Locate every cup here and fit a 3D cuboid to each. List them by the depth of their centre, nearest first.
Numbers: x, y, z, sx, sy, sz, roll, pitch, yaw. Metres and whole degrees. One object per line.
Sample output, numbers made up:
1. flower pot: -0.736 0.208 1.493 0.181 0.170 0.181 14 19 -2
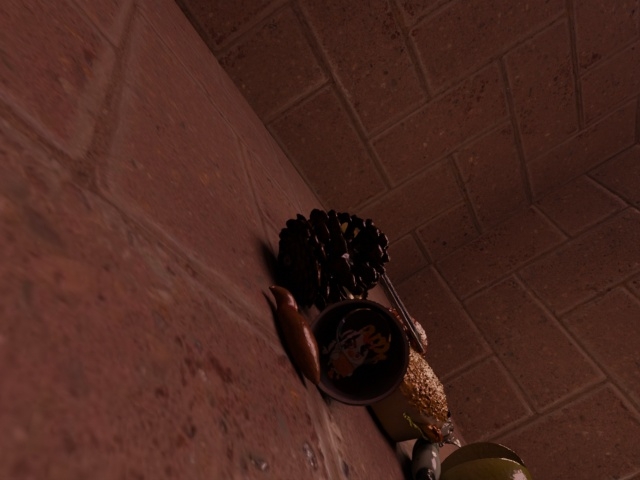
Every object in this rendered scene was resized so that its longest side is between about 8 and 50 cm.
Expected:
1. cup: 0.089 0.219 0.934 0.203 0.203 0.288 59 4 9

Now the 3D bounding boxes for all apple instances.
1. apple: 0.413 0.649 1.061 0.291 0.254 0.292 56 10 -16

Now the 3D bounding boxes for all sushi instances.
1. sushi: 0.418 0.663 1.623 0.273 0.134 0.109 51 -28 24

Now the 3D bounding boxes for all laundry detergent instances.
1. laundry detergent: 0.257 0.554 1.055 0.070 0.099 0.226 24 -2 15

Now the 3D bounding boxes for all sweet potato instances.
1. sweet potato: -0.043 0.166 0.790 0.055 0.058 0.202 16 39 -47

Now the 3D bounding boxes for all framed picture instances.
1. framed picture: 0.223 0.181 1.267 0.281 0.019 0.209 61 8 3

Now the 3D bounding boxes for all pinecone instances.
1. pinecone: 0.042 0.036 1.032 0.246 0.292 0.246 30 -54 53

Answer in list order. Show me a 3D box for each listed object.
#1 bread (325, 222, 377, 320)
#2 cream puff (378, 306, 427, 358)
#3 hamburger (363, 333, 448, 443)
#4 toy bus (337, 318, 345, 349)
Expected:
1. bread: 0.052 0.068 1.325 0.314 0.192 0.370 59 9 -4
2. cream puff: 0.254 0.330 1.463 0.164 0.240 0.240 -28 85 -40
3. hamburger: 0.220 0.385 1.145 0.294 0.179 0.276 60 8 9
4. toy bus: 0.059 0.246 1.114 0.153 0.061 0.051 53 2 -8
